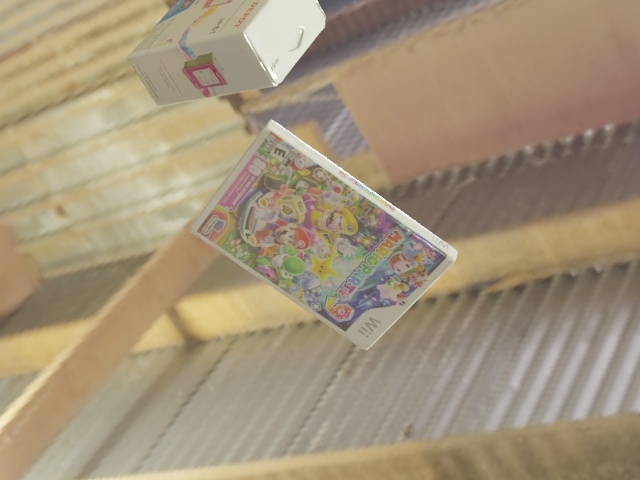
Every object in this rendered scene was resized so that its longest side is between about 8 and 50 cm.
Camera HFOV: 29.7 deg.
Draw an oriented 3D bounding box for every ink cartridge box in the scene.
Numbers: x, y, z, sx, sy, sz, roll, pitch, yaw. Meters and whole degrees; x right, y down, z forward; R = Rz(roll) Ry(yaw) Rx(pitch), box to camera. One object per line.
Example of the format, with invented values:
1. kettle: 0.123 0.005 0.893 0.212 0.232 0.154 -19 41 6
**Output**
1. ink cartridge box: -0.070 -0.153 0.912 0.122 0.052 0.088 -3 -139 37

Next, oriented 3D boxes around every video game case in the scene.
1. video game case: 0.000 0.000 0.650 0.087 0.122 0.011 -49 -170 36
